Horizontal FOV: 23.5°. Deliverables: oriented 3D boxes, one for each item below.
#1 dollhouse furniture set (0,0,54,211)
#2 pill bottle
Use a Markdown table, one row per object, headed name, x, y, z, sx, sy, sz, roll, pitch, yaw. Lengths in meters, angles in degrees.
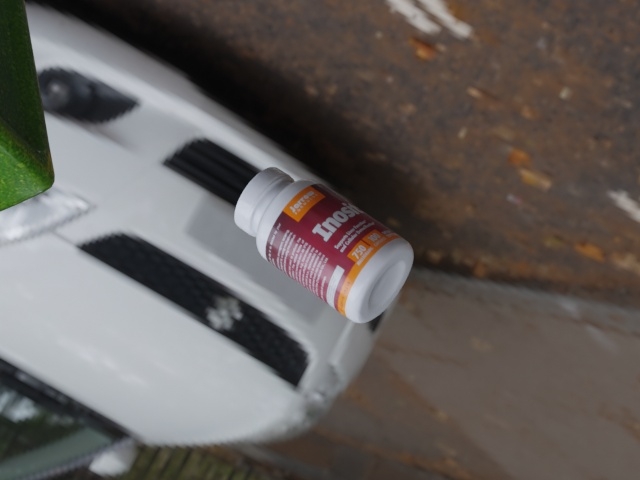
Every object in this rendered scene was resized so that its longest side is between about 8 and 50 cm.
| name | x | y | z | sx | sy | sz | roll | pitch | yaw |
| --- | --- | --- | --- | --- | --- | --- | --- | --- | --- |
| dollhouse furniture set | -0.227 | -0.107 | 0.360 | 0.197 | 0.151 | 0.301 | -20 | 149 | 12 |
| pill bottle | 0.000 | 0.000 | 1.363 | 0.152 | 0.086 | 0.086 | 34 | 169 | 22 |
